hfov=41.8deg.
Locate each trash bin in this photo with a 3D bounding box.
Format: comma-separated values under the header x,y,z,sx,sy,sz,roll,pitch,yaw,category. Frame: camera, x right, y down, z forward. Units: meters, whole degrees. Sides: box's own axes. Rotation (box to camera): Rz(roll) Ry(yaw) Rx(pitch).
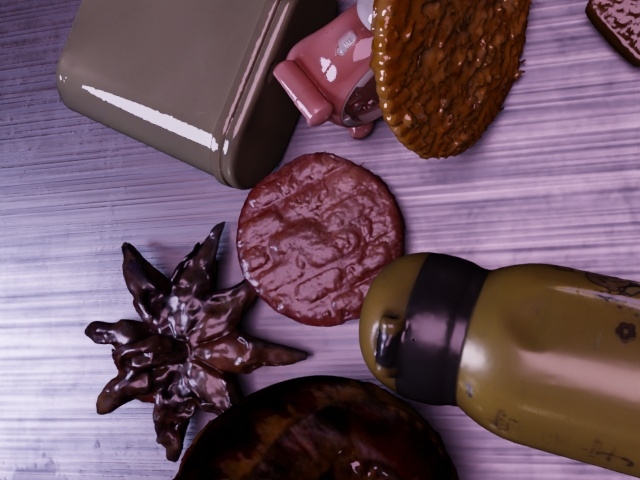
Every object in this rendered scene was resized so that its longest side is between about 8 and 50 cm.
x,y,z,sx,sy,sz,roll,pitch,yaw,category
-0.137,-0.205,0.904,0.248,0.121,0.243,23,94,21,trash bin

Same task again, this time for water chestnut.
x,y,z,sx,sy,sz,roll,pitch,yaw,category
-0.019,0.272,0.788,0.300,0.300,0.299,-1,87,17,water chestnut

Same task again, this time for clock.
x,y,z,sx,sy,sz,roll,pitch,yaw,category
0.050,-0.187,0.820,0.162,0.166,0.092,-39,74,19,clock

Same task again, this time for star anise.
x,y,z,sx,sy,sz,roll,pitch,yaw,category
-0.153,0.106,0.899,0.272,0.102,0.271,-1,86,14,star anise

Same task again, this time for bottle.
x,y,z,sx,sy,sz,roll,pitch,yaw,category
0.206,0.101,0.753,0.351,0.171,0.171,14,92,19,bottle

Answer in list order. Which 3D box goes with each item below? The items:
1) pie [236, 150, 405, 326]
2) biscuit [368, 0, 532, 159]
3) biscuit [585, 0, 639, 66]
x,y,z,sx,sy,sz,roll,pitch,yaw,category
0.000,0.000,0.868,0.183,0.049,0.182,-1,84,7,pie
0.127,-0.196,0.755,0.035,0.254,0.253,17,93,37,biscuit
0.374,-0.233,0.785,0.215,0.034,0.182,26,96,15,biscuit
